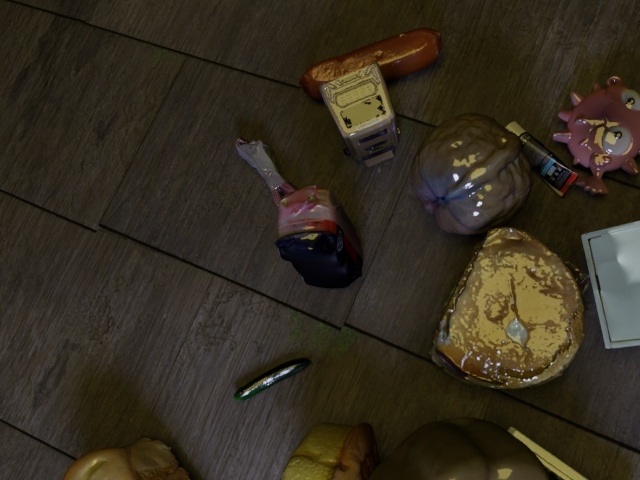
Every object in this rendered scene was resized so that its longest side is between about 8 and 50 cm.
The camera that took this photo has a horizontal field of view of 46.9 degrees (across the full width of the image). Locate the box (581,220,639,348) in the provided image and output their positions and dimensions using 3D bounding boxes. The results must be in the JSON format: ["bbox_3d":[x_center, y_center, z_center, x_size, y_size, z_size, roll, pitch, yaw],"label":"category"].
[{"bbox_3d":[0.639,0.073,1.373,0.225,0.117,0.225,-18,78,45],"label":"box"}]

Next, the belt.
[{"bbox_3d":[-0.115,-0.156,1.719,0.071,0.053,0.232,-41,69,7],"label":"belt"}]

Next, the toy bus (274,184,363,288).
[{"bbox_3d":[0.000,0.000,1.516,0.127,0.303,0.147,-6,68,14],"label":"toy bus"}]

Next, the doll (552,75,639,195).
[{"bbox_3d":[0.599,-0.222,1.553,0.211,0.093,0.262,18,83,20],"label":"doll"}]

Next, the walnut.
[{"bbox_3d":[0.314,-0.138,1.526,0.248,0.248,0.249,-4,73,12],"label":"walnut"}]

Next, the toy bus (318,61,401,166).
[{"bbox_3d":[0.095,-0.264,1.584,0.139,0.289,0.157,-21,82,4],"label":"toy bus"}]

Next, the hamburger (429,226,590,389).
[{"bbox_3d":[0.375,0.149,1.440,0.276,0.195,0.318,29,84,17],"label":"hamburger"}]

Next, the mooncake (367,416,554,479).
[{"bbox_3d":[0.256,0.510,1.269,0.378,0.200,0.379,0,91,-19],"label":"mooncake"}]

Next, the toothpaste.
[{"bbox_3d":[0.470,-0.177,1.591,0.045,0.071,0.193,-24,61,-33],"label":"toothpaste"}]

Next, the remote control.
[{"bbox_3d":[0.455,0.437,1.383,0.250,0.103,0.034,35,81,19],"label":"remote control"}]

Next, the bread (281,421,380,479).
[{"bbox_3d":[0.031,0.473,1.387,0.147,0.270,0.270,4,74,24],"label":"bread"}]

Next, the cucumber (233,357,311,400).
[{"bbox_3d":[-0.106,0.296,1.591,0.184,0.033,0.036,-29,52,1],"label":"cucumber"}]

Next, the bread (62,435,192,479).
[{"bbox_3d":[-0.371,0.562,1.458,0.315,0.270,0.211,44,101,15],"label":"bread"}]

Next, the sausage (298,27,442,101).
[{"bbox_3d":[0.119,-0.404,1.716,0.348,0.097,0.094,-19,63,7],"label":"sausage"}]
